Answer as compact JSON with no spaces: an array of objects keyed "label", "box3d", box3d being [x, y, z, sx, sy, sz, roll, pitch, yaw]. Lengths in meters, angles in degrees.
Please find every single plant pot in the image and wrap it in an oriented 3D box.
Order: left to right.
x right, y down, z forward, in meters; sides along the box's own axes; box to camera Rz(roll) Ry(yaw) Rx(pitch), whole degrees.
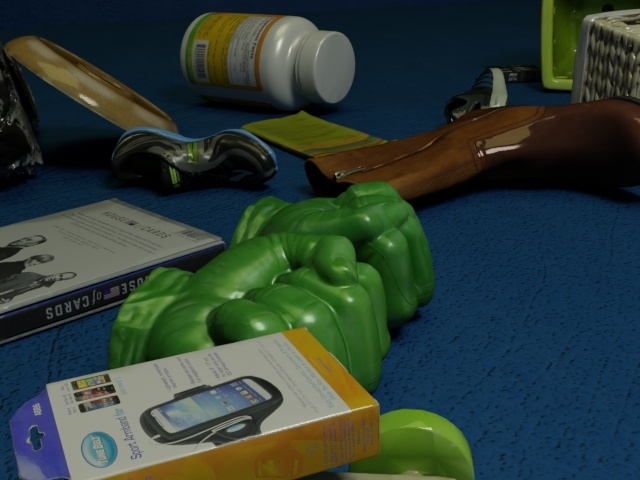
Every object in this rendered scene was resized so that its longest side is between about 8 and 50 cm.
[{"label":"plant pot","box3d":[-0.264,-0.181,1.078,0.236,0.032,0.236,32,6,-4]},{"label":"plant pot","box3d":[0.467,-0.360,1.429,0.227,0.228,0.207,2,15,13]}]

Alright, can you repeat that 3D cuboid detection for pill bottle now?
[{"label":"pill bottle","box3d":[-0.077,-0.264,1.331,0.245,0.136,0.136,13,25,34]}]

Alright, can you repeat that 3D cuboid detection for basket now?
[{"label":"basket","box3d":[0.340,-0.149,0.946,0.113,0.167,0.103,-10,28,-19]}]

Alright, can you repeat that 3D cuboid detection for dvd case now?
[{"label":"dvd case","box3d":[-0.224,0.020,0.726,0.238,0.029,0.179,-18,25,-38]}]

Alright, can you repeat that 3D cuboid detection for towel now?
[{"label":"towel","box3d":[-0.005,-0.131,1.129,0.102,0.021,0.237,-12,22,-28]}]

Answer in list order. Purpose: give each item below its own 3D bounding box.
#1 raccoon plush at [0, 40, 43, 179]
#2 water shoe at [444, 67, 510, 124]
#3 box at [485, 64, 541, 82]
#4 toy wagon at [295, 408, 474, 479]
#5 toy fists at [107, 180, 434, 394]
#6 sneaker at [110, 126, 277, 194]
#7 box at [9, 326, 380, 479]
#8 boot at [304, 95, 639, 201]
[{"label":"raccoon plush","box3d":[-0.486,-0.116,1.026,0.299,0.216,0.446,-21,-7,-10]},{"label":"water shoe","box3d":[0.200,-0.180,1.168,0.080,0.073,0.203,-2,19,8]},{"label":"box","box3d":[0.325,-0.280,1.505,0.083,0.018,0.067,-3,20,-2]},{"label":"toy wagon","box3d":[-0.069,0.150,0.301,0.344,0.068,0.267,0,20,7]},{"label":"toy fists","box3d":[-0.010,0.029,0.586,0.142,0.096,0.279,6,20,19]},{"label":"sneaker","box3d":[-0.135,-0.078,0.956,0.188,0.067,0.078,5,42,13]},{"label":"box","box3d":[-0.053,0.075,0.368,0.136,0.028,0.081,-12,22,-19]},{"label":"boot","box3d":[0.160,-0.084,0.877,0.280,0.096,0.264,-14,24,-28]}]
